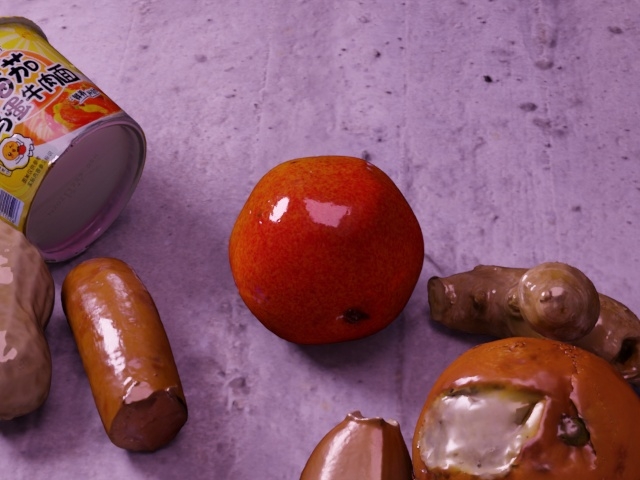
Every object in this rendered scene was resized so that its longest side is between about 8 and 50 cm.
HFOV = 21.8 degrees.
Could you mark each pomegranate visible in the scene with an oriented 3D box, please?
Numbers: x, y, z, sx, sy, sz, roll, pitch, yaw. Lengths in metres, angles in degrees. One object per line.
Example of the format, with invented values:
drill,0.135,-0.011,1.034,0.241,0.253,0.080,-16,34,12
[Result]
pomegranate,0.000,0.000,1.883,0.221,0.220,0.256,-10,33,-16

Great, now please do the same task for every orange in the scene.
orange,0.207,0.211,1.615,0.240,0.240,0.240,2,39,-2

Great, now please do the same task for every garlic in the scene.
garlic,0.040,0.278,1.620,0.115,0.128,0.206,39,34,-27

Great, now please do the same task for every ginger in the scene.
ginger,0.311,0.107,1.823,0.363,0.122,0.348,21,2,-20

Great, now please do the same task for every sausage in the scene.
sausage,-0.220,0.109,1.812,0.109,0.108,0.270,-10,38,-16

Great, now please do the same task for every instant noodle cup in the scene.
instant noodle cup,-0.345,-0.110,1.965,0.200,0.264,0.264,34,47,22

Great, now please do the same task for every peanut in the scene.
peanut,-0.345,0.087,1.812,0.124,0.123,0.256,-7,51,-13
